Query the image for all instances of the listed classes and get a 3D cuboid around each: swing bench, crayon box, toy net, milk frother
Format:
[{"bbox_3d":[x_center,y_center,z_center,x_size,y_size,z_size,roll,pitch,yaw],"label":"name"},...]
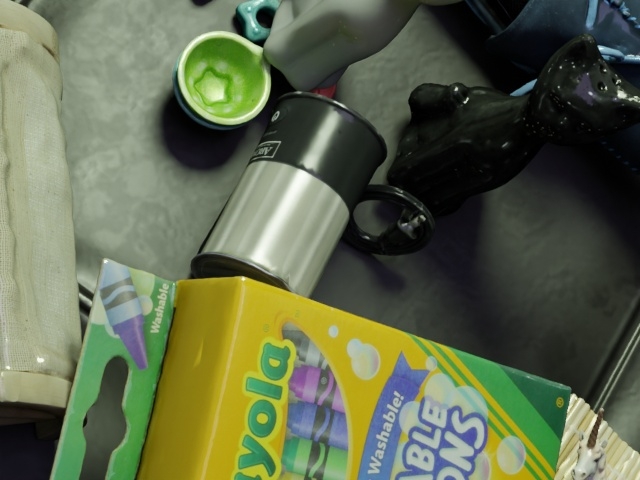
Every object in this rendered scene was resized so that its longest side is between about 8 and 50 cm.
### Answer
[{"bbox_3d":[-0.264,-0.009,1.218,0.254,0.165,0.253,-2,76,-21],"label":"swing bench"},{"bbox_3d":[-0.002,0.149,1.234,0.323,0.083,0.203,19,77,-32],"label":"crayon box"},{"bbox_3d":[-0.031,-0.174,1.414,0.122,0.045,0.232,18,70,-15],"label":"toy net"},{"bbox_3d":[0.000,0.000,1.333,0.143,0.129,0.135,30,67,-6],"label":"milk frother"}]

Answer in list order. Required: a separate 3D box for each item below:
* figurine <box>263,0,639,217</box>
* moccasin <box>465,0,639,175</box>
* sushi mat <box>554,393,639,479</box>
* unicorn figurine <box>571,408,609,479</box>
[{"bbox_3d":[0.090,-0.128,1.333,0.215,0.209,0.092,45,56,-17],"label":"figurine"},{"bbox_3d":[0.158,-0.160,1.435,0.342,0.138,0.117,47,39,10],"label":"moccasin"},{"bbox_3d":[0.143,0.269,1.371,0.151,0.019,0.316,40,66,-7],"label":"sushi mat"},{"bbox_3d":[0.191,0.210,1.369,0.162,0.060,0.111,49,63,-21],"label":"unicorn figurine"}]
